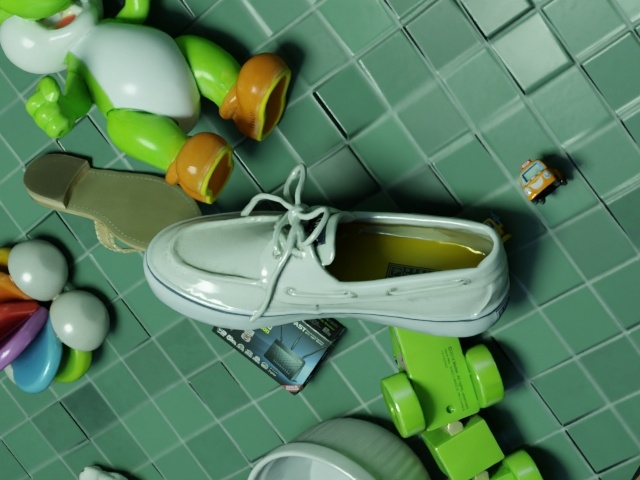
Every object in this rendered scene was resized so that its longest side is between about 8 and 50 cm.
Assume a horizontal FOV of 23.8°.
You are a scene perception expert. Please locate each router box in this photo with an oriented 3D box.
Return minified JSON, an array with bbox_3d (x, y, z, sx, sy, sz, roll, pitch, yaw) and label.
[{"bbox_3d":[-0.047,0.097,1.657,0.122,0.038,0.092,37,124,6],"label":"router box"}]

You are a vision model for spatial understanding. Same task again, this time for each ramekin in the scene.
[{"bbox_3d":[0.030,0.291,1.657,0.207,0.109,0.207,18,125,27],"label":"ramekin"}]

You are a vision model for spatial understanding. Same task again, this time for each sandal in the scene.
[{"bbox_3d":[-0.216,-0.026,1.677,0.240,0.088,0.079,21,153,25],"label":"sandal"}]

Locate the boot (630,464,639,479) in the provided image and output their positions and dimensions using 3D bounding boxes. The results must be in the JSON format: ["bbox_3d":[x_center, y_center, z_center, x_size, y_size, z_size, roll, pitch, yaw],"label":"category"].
[{"bbox_3d":[0.372,0.229,1.482,0.106,0.082,0.219,33,123,12],"label":"boot"}]

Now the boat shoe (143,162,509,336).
[{"bbox_3d":[0.000,0.007,1.471,0.367,0.136,0.156,7,147,10],"label":"boat shoe"}]

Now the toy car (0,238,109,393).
[{"bbox_3d":[-0.347,0.100,1.752,0.159,0.136,0.182,-36,95,35],"label":"toy car"}]

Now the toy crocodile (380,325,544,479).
[{"bbox_3d":[0.143,0.204,1.580,0.115,0.105,0.340,-25,104,-8],"label":"toy crocodile"}]

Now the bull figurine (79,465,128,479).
[{"bbox_3d":[-0.229,0.428,1.880,0.188,0.101,0.310,-36,92,39],"label":"bull figurine"}]

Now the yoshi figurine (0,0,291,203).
[{"bbox_3d":[-0.217,-0.205,1.510,0.362,0.203,0.203,33,117,11],"label":"yoshi figurine"}]

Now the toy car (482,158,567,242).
[{"bbox_3d":[0.185,-0.036,1.461,0.040,0.060,0.122,53,125,11],"label":"toy car"}]
